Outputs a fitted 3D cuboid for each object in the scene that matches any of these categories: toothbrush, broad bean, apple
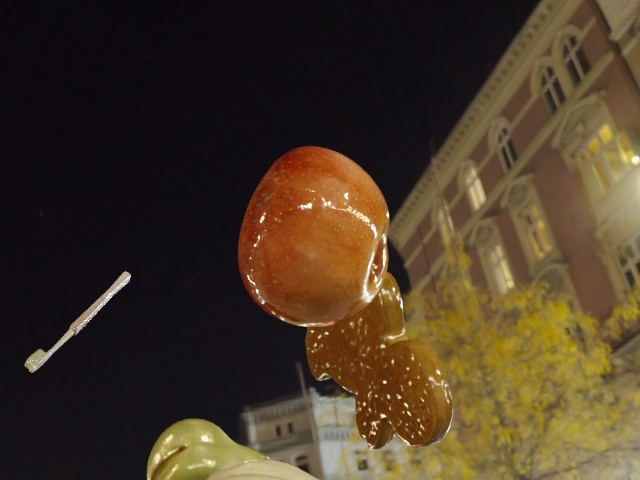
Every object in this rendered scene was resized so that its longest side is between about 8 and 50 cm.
[{"bbox_3d":[-0.305,0.101,1.083,0.017,0.194,0.014,35,-45,7],"label":"toothbrush"},{"bbox_3d":[-0.156,0.382,1.275,0.189,0.121,0.263,-38,-55,5],"label":"broad bean"},{"bbox_3d":[0.000,0.000,0.958,0.162,0.201,0.201,20,-31,8],"label":"apple"}]

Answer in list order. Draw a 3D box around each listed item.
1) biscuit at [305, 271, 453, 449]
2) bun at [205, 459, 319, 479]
[{"bbox_3d":[0.086,0.173,1.297,0.064,0.432,0.283,-8,-72,-24],"label":"biscuit"},{"bbox_3d":[-0.011,0.348,0.906,0.175,0.263,0.263,-21,-31,1],"label":"bun"}]
